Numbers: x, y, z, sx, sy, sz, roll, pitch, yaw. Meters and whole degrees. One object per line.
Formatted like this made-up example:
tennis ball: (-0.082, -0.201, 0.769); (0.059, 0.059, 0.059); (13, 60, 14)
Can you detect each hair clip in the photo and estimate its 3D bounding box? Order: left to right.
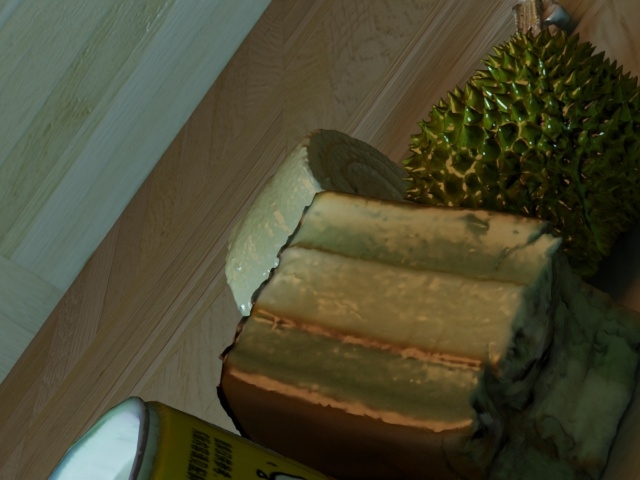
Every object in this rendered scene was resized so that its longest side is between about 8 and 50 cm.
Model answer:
hair clip: (0.172, -0.145, 1.421); (0.062, 0.056, 0.214); (-36, 12, 24)

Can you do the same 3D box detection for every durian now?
durian: (0.135, -0.054, 1.129); (0.159, 0.146, 0.198); (-33, 28, 59)

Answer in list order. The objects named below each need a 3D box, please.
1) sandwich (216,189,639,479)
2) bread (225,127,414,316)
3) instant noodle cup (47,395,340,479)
sandwich: (0.088, 0.102, 1.048); (0.198, 0.227, 0.155); (9, 59, 36)
bread: (0.000, 0.000, 1.511); (0.141, 0.134, 0.148); (-50, 2, 26)
instant noodle cup: (-0.045, 0.242, 0.868); (0.325, 0.254, 0.325); (-53, 14, 19)
